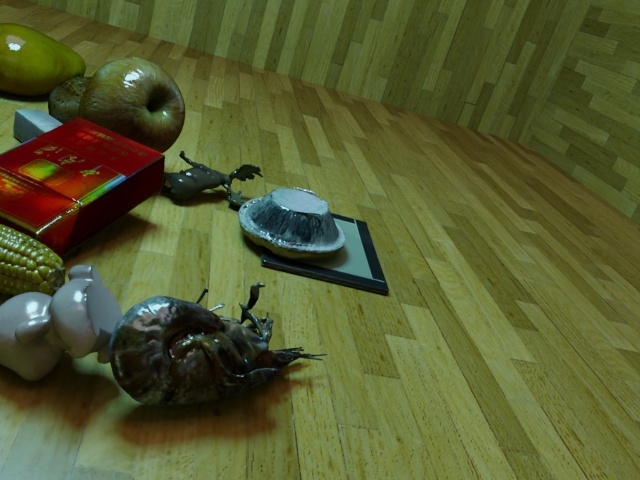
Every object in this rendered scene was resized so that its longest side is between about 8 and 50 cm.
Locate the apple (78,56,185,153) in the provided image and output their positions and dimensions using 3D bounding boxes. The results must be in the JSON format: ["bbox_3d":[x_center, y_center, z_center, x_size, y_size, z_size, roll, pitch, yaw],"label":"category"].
[{"bbox_3d":[-0.390,-0.269,1.283,0.187,0.211,0.211,7,13,36],"label":"apple"}]

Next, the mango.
[{"bbox_3d":[-0.769,-0.477,1.642,0.211,0.173,0.317,25,17,13],"label":"mango"}]

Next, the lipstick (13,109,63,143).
[{"bbox_3d":[-0.535,-0.188,1.293,0.317,0.066,0.068,33,29,30],"label":"lipstick"}]

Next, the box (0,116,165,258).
[{"bbox_3d":[-0.437,-0.091,1.041,0.197,0.089,0.313,24,37,11],"label":"box"}]

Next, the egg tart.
[{"bbox_3d":[-0.053,-0.044,1.263,0.234,0.094,0.234,15,26,-7],"label":"egg tart"}]

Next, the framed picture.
[{"bbox_3d":[0.000,0.000,1.340,0.264,0.016,0.347,13,24,-11],"label":"framed picture"}]

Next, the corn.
[{"bbox_3d":[-0.501,0.003,0.851,0.312,0.102,0.102,20,23,3],"label":"corn"}]

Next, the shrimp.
[{"bbox_3d":[-0.119,0.137,0.814,0.343,0.116,0.145,11,63,-47],"label":"shrimp"}]

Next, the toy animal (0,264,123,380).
[{"bbox_3d":[-0.348,0.114,0.740,0.212,0.124,0.124,-14,23,6],"label":"toy animal"}]

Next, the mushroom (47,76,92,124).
[{"bbox_3d":[-0.514,-0.303,1.462,0.253,0.153,0.253,16,10,-3],"label":"mushroom"}]

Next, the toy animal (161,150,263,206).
[{"bbox_3d":[-0.250,-0.130,1.369,0.186,0.094,0.214,23,30,22],"label":"toy animal"}]
